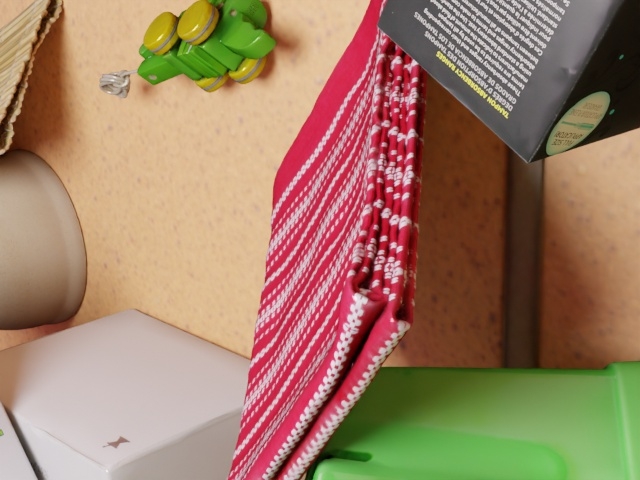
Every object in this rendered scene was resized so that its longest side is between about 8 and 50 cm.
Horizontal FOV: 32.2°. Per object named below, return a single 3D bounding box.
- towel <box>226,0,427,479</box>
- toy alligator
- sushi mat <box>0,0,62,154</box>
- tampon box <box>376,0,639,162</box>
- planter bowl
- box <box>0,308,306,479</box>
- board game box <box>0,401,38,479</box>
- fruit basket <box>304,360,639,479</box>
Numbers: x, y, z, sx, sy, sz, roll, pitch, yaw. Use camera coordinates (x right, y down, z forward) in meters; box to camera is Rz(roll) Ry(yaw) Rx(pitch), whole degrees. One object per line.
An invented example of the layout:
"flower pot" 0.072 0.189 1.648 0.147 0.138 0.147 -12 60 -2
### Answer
"towel" 0.000 0.000 0.575 0.031 0.274 0.199 20 131 -11
"toy alligator" -0.088 -0.134 0.742 0.190 0.056 0.051 -3 60 49
"sushi mat" -0.319 -0.104 0.964 0.317 0.019 0.151 -16 52 49
"tampon box" 0.122 -0.131 0.458 0.101 0.120 0.161 47 134 26
"planter bowl" -0.294 0.009 0.970 0.162 0.109 0.162 18 116 42
"box" -0.137 0.257 0.842 0.215 0.168 0.345 17 116 44
"board game box" -0.259 0.181 0.780 0.305 0.053 0.193 60 139 15
"fruit basket" 0.148 0.229 0.453 0.392 0.392 0.283 39 129 32
